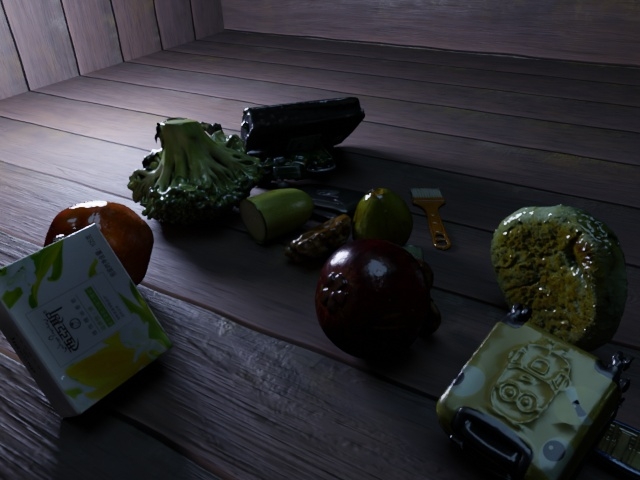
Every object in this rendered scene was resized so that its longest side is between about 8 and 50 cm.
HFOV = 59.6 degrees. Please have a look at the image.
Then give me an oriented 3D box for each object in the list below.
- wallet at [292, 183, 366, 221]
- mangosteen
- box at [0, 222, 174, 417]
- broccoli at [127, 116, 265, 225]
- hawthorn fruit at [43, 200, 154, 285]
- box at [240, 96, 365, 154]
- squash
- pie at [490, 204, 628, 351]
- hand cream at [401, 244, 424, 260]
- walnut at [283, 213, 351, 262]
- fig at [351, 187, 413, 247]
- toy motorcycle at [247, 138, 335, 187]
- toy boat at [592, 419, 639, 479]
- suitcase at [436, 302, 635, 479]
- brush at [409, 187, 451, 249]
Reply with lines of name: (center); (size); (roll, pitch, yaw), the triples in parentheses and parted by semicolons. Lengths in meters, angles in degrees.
wallet: (0.012, -0.113, 1.511); (0.245, 0.052, 0.169); (19, 33, 34)
mangosteen: (0.118, 0.108, 1.012); (0.258, 0.215, 0.215); (11, 21, -35)
box: (-0.405, 0.132, 0.936); (0.111, 0.260, 0.194); (-21, 12, 46)
broccoli: (-0.324, -0.178, 1.474); (0.334, 0.271, 0.324); (21, 15, 36)
hawthorn fruit: (-0.463, 0.009, 1.142); (0.212, 0.211, 0.299); (-2, -10, 0)
box: (-0.067, -0.330, 1.681); (0.351, 0.090, 0.359); (-8, -4, -11)
squash: (-0.094, -0.072, 1.382); (0.187, 0.123, 0.123); (-20, 36, -30)
pie: (0.419, 0.065, 0.997); (0.079, 0.276, 0.277); (-14, 33, -23)
hand cream: (0.182, 0.090, 1.166); (0.087, 0.055, 0.235); (3, 39, 14)
walnut: (0.000, 0.000, 1.288); (0.170, 0.069, 0.143); (-31, 5, -32)
fig: (0.139, -0.043, 1.272); (0.144, 0.165, 0.154); (26, 41, 31)
toy motorcycle: (-0.084, -0.221, 1.615); (0.275, 0.124, 0.187); (-2, 22, 11)
toy boat: (0.458, 0.311, 0.787); (0.229, 0.045, 0.080); (23, 39, 35)
suitcase: (0.298, 0.234, 0.792); (0.194, 0.143, 0.235); (29, 68, 40)
brush: (0.290, -0.063, 1.438); (0.090, 0.017, 0.314); (-1, 32, 2)
